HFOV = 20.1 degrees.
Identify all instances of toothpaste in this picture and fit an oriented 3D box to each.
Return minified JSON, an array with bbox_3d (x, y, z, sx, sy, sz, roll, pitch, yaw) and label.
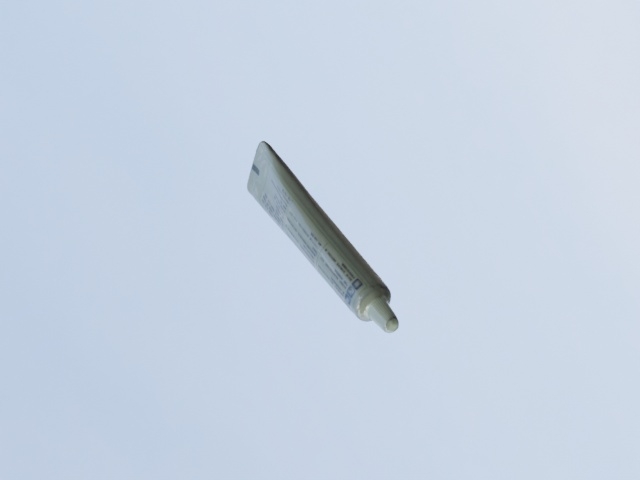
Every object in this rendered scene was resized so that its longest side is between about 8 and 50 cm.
[{"bbox_3d":[0.000,0.000,1.266,0.029,0.048,0.197,-9,-140,-32],"label":"toothpaste"}]
